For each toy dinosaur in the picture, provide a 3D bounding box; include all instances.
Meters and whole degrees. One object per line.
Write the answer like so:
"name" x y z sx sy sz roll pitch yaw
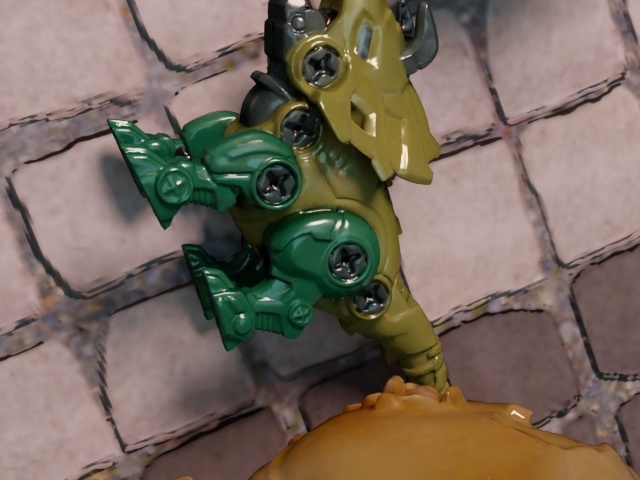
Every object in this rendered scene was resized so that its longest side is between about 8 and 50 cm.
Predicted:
"toy dinosaur" 0.000 0.000 0.528 0.153 0.094 0.259 -19 109 -10

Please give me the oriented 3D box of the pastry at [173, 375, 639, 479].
"pastry" 0.012 0.207 0.497 0.315 0.184 0.284 -42 120 -10
